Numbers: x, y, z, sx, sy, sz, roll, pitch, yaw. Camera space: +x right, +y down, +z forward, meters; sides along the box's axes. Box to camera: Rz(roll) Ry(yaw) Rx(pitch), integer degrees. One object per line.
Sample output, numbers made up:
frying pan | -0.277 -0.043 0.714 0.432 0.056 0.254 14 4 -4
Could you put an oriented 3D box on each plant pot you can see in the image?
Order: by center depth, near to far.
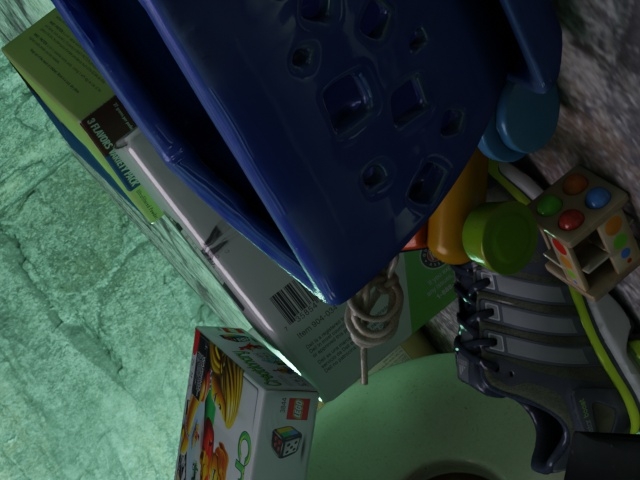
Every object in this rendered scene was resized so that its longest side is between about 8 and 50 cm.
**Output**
plant pot | -0.014 -0.143 0.877 0.236 0.212 0.236 38 165 52

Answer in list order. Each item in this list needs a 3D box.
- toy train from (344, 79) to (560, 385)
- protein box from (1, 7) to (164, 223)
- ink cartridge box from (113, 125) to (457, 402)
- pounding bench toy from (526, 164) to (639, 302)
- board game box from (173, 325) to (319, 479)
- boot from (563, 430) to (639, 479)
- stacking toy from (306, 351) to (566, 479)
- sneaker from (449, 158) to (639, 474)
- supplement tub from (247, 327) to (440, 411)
toy train | 0.083 -0.006 1.018 0.143 0.105 0.248 19 111 50
protein box | -0.152 -0.160 1.463 0.200 0.201 0.136 39 165 49
ink cartridge box | -0.013 -0.034 1.309 0.273 0.198 0.115 53 171 -10
pounding bench toy | 0.163 -0.013 1.022 0.083 0.052 0.065 39 164 50
board game box | -0.077 0.243 1.311 0.193 0.053 0.305 -151 68 -66
boot | 0.275 0.347 0.889 0.367 0.445 0.146 9 161 26
stacking toy | 0.160 0.364 1.464 0.350 0.351 0.480 43 163 40
sneaker | 0.139 0.046 1.144 0.300 0.121 0.111 53 170 -8
supplement tub | 0.049 0.200 1.799 0.316 0.228 0.228 51 170 1
